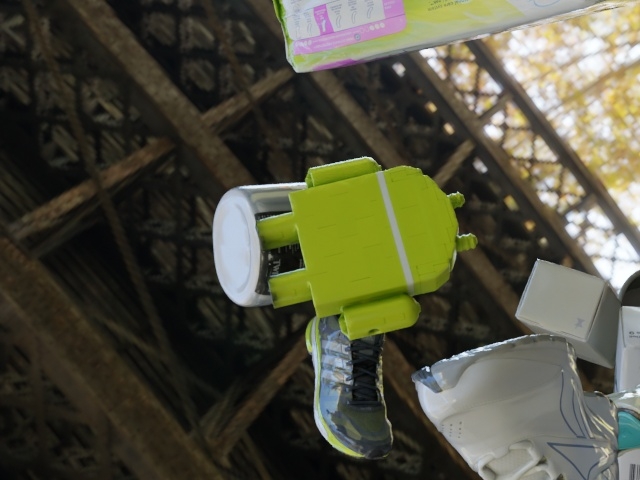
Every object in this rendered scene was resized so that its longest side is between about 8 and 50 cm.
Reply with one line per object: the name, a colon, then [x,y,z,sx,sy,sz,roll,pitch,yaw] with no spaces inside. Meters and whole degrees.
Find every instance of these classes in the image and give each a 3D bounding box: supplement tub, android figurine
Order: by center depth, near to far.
android figurine: [0.060,0.000,1.384,0.056,0.272,0.248,81,174,-62]
supplement tub: [0.000,0.000,1.768,0.316,0.193,0.194,-4,-121,-29]

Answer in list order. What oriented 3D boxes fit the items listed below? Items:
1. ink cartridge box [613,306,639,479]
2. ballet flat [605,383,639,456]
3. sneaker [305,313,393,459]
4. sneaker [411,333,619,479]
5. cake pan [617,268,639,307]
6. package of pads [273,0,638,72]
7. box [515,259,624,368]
ink cartridge box: [0.511,0.244,1.490,0.121,0.211,0.289,-65,-26,-62]
ballet flat: [0.330,0.210,1.254,0.086,0.248,0.086,6,-108,-20]
sneaker: [0.048,0.191,1.620,0.111,0.121,0.300,5,-137,-22]
sneaker: [0.169,0.161,0.828,0.297,0.111,0.129,34,-138,-47]
cake pan: [0.630,0.186,1.923,0.293,0.054,0.293,13,-123,-20]
package of pads: [0.131,-0.217,0.887,0.229,0.296,0.101,-21,-78,-50]
box: [0.383,0.114,1.624,0.113,0.094,0.275,19,174,25]
